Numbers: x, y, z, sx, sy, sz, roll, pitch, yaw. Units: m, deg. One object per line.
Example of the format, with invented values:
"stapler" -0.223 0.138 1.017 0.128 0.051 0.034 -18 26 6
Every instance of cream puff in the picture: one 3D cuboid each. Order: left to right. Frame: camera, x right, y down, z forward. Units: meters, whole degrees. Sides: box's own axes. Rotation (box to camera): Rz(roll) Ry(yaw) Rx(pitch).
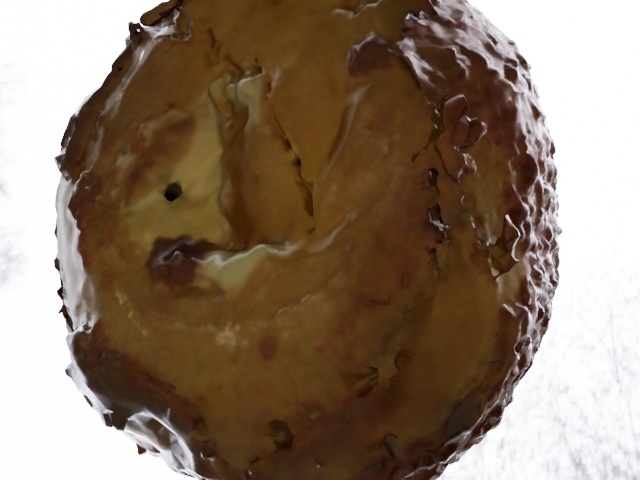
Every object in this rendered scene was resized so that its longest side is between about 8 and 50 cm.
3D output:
"cream puff" -0.004 0.002 0.871 0.350 0.228 0.351 -10 -110 29
